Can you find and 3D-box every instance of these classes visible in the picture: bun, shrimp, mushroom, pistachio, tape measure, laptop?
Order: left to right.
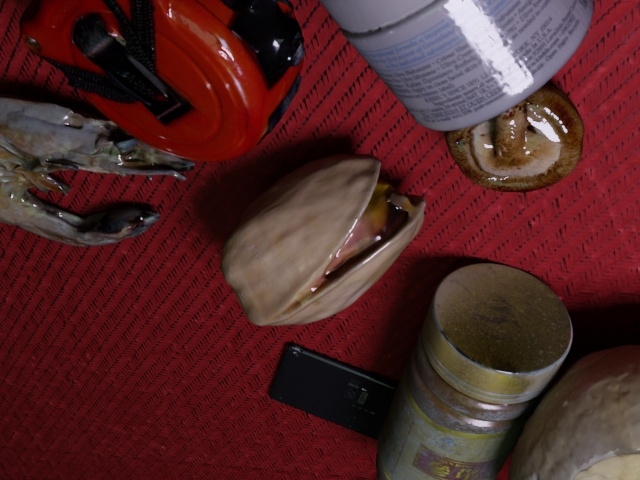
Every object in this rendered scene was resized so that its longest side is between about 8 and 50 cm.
[{"bbox_3d":[-0.289,-0.071,1.165,0.360,0.085,0.247,-1,141,26],"label":"shrimp"},{"bbox_3d":[-0.136,-0.186,0.924,0.260,0.114,0.253,42,150,-18],"label":"tape measure"},{"bbox_3d":[0.000,0.000,1.064,0.229,0.157,0.157,-36,113,28],"label":"pistachio"},{"bbox_3d":[0.027,0.204,1.348,0.180,0.016,0.129,21,135,2],"label":"laptop"},{"bbox_3d":[0.179,-0.093,0.948,0.127,0.087,0.127,12,132,14],"label":"mushroom"},{"bbox_3d":[0.385,0.225,1.096,0.364,0.202,0.364,7,142,6],"label":"bun"}]

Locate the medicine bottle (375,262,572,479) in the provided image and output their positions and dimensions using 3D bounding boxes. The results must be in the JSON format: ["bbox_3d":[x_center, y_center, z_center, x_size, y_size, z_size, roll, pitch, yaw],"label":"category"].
[{"bbox_3d":[0.164,0.185,1.178,0.151,0.151,0.322,18,136,4],"label":"medicine bottle"}]

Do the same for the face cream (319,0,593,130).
[{"bbox_3d":[0.105,-0.196,0.812,0.177,0.177,0.153,-21,124,35],"label":"face cream"}]
